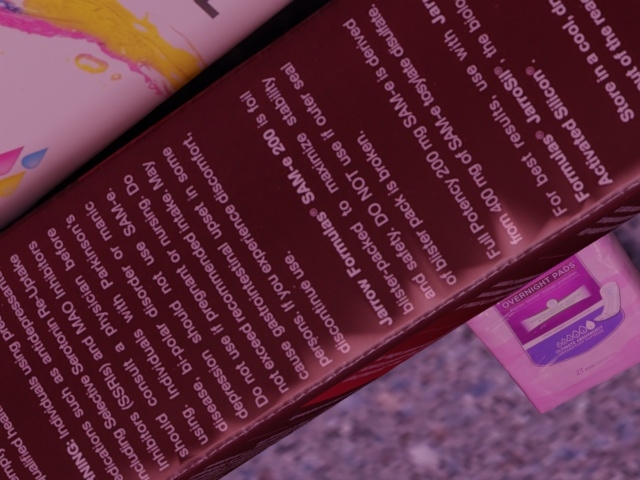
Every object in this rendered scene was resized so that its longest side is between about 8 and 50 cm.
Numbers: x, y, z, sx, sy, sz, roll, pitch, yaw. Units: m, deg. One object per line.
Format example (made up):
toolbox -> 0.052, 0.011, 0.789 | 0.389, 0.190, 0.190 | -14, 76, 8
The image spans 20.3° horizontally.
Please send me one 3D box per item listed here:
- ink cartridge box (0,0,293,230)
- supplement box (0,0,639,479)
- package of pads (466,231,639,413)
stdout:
ink cartridge box -> -0.084, -0.081, 0.392 | 0.175, 0.072, 0.127 | -36, 126, 17
supplement box -> 0.000, 0.000, 0.436 | 0.239, 0.130, 0.073 | -34, 83, 14
package of pads -> 0.066, 0.011, 0.528 | 0.050, 0.032, 0.083 | -32, 128, 10
